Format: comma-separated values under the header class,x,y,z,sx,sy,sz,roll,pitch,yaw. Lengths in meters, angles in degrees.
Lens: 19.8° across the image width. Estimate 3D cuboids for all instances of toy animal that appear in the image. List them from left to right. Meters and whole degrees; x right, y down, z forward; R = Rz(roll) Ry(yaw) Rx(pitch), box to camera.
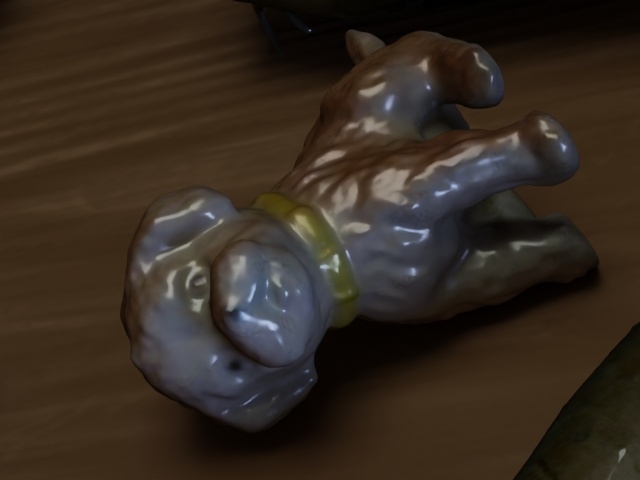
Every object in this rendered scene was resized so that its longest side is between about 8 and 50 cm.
class,x,y,z,sx,sy,sz,roll,pitch,yaw
toy animal,-0.010,-0.011,0.757,0.185,0.104,0.184,-33,38,-11

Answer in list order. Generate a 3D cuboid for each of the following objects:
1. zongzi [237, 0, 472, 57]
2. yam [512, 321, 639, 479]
class,x,y,z,sx,sy,sz,roll,pitch,yaw
zongzi,0.143,-0.261,1.018,0.500,0.218,0.467,-15,7,28
yam,0.103,0.078,0.600,0.071,0.067,0.317,-9,32,52
